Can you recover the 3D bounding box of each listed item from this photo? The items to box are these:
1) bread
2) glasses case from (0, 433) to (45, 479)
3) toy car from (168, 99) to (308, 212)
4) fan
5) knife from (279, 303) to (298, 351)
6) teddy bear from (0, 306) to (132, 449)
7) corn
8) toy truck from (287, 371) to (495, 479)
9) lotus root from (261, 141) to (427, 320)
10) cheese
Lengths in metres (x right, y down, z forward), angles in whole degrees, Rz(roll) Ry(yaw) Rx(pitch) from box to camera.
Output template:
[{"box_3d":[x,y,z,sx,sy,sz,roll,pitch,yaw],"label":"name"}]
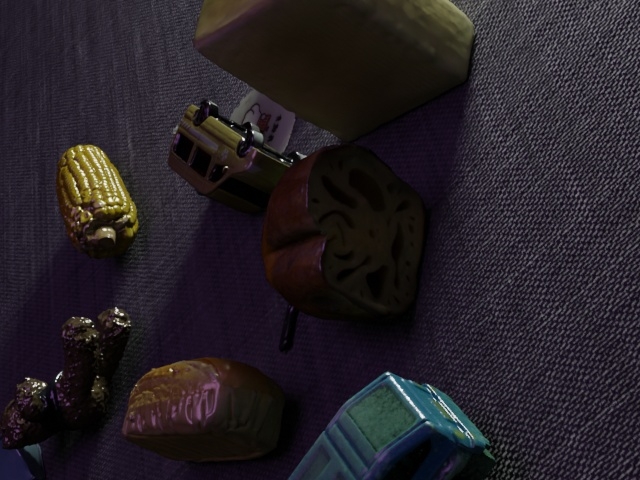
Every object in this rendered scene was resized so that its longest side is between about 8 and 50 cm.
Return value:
[{"box_3d":[-0.146,0.207,1.755,0.236,0.140,0.106,-14,57,49],"label":"bread"},{"box_3d":[-0.518,0.422,2.199,0.266,0.056,0.105,-50,58,16],"label":"glasses case"},{"box_3d":[-0.121,-0.106,2.000,0.124,0.101,0.256,-62,33,6],"label":"toy car"},{"box_3d":[-0.137,-0.158,2.152,0.329,0.009,0.191,7,73,53],"label":"fan"},{"box_3d":[-0.030,0.064,1.828,0.023,0.010,0.170,-21,48,46],"label":"knife"},{"box_3d":[-0.368,0.218,2.078,0.251,0.182,0.129,-46,71,19],"label":"teddy bear"},{"box_3d":[-0.369,-0.067,2.303,0.119,0.119,0.322,-53,32,11],"label":"corn"},{"box_3d":[0.049,0.277,1.414,0.279,0.156,0.155,-54,32,8],"label":"toy truck"},{"box_3d":[0.000,0.001,1.659,0.180,0.199,0.188,-14,47,43],"label":"lotus root"},{"box_3d":[0.017,-0.257,1.777,0.242,0.265,0.124,-28,44,40],"label":"cheese"}]
